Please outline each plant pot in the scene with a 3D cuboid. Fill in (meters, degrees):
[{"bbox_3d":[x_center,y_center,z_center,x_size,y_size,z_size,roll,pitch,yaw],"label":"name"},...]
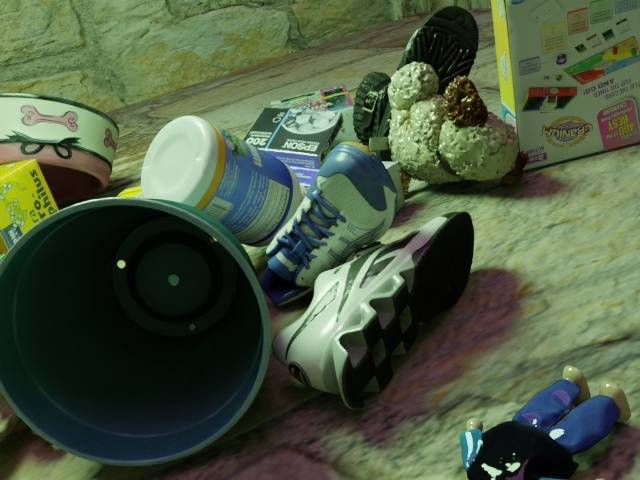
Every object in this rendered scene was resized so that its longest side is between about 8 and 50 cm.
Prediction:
[{"bbox_3d":[-0.190,0.071,0.683,0.272,0.271,0.255,-15,11,0],"label":"plant pot"}]

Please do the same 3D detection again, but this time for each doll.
[{"bbox_3d":[0.182,0.178,0.487,0.189,0.046,0.129,-28,28,-27],"label":"doll"}]

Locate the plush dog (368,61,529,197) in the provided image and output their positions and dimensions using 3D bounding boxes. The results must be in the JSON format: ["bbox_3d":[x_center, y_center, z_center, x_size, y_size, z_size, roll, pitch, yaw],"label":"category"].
[{"bbox_3d":[0.234,-0.169,1.015,0.225,0.262,0.210,8,65,56],"label":"plush dog"}]

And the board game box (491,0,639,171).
[{"bbox_3d":[0.436,-0.300,1.015,0.242,0.316,0.064,-13,25,1],"label":"board game box"}]

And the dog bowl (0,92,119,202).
[{"bbox_3d":[-0.703,-0.204,1.427,0.408,0.150,0.408,-7,-11,-1],"label":"dog bowl"}]

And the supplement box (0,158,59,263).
[{"bbox_3d":[-0.766,-0.026,1.236,0.357,0.194,0.195,-8,26,12],"label":"supplement box"}]

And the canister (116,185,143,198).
[{"bbox_3d":[-0.396,-0.049,1.229,0.126,0.073,0.170,-9,27,12],"label":"canister"}]

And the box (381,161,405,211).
[{"bbox_3d":[0.077,-0.084,1.029,0.101,0.087,0.102,9,34,40],"label":"box"}]

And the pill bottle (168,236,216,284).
[{"bbox_3d":[-0.220,0.028,0.925,0.117,0.117,0.215,-23,26,-17],"label":"pill bottle"}]

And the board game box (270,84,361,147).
[{"bbox_3d":[-0.018,-0.323,1.562,0.224,0.097,0.303,-13,26,3],"label":"board game box"}]

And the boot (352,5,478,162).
[{"bbox_3d":[0.180,-0.332,1.235,0.131,0.348,0.260,20,22,-17],"label":"boot"}]

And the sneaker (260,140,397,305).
[{"bbox_3d":[0.000,0.000,0.748,0.112,0.296,0.131,44,59,13],"label":"sneaker"}]

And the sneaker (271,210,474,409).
[{"bbox_3d":[0.071,0.052,0.715,0.146,0.122,0.330,12,36,40],"label":"sneaker"}]

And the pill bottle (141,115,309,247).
[{"bbox_3d":[-0.127,-0.075,0.915,0.152,0.152,0.272,7,-9,38],"label":"pill bottle"}]

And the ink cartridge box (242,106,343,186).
[{"bbox_3d":[-0.077,-0.219,1.325,0.206,0.045,0.208,9,55,22],"label":"ink cartridge box"}]

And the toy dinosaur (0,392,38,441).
[{"bbox_3d":[-0.390,0.171,0.733,0.200,0.127,0.295,-16,37,14],"label":"toy dinosaur"}]

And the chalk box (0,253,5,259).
[{"bbox_3d":[-0.682,0.074,1.065,0.213,0.132,0.132,-12,24,3],"label":"chalk box"}]
